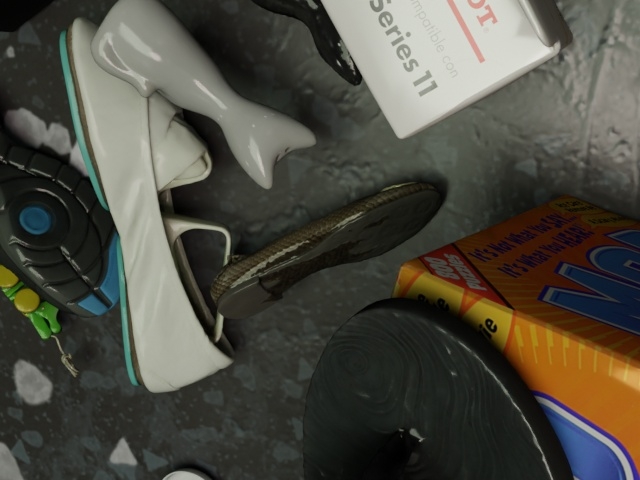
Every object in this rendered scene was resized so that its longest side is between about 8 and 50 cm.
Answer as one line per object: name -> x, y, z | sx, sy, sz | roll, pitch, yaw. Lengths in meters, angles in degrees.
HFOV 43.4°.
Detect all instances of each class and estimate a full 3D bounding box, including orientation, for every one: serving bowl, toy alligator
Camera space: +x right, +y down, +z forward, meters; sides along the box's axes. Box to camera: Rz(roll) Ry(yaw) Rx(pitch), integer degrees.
serving bowl -> -0.153, 0.308, 0.964 | 0.083, 0.027, 0.084 | 5, 106, 18
toy alligator -> -0.330, 0.073, 0.954 | 0.051, 0.056, 0.190 | -40, 89, -17

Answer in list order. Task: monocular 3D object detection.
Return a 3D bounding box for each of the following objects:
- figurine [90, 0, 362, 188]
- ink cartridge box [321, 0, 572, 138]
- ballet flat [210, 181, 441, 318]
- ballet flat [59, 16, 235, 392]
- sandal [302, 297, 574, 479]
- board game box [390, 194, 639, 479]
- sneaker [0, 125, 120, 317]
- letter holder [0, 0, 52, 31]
figurine -> -0.063, -0.177, 0.735 | 0.209, 0.092, 0.215 | 38, 77, 0
ink cartridge box -> 0.078, -0.198, 0.574 | 0.119, 0.353, 0.207 | -28, 94, 23
ballet flat -> 0.000, 0.000, 0.796 | 0.249, 0.084, 0.058 | -28, 54, 11
ballet flat -> -0.163, -0.033, 0.839 | 0.139, 0.139, 0.401 | -2, 108, 19
sandal -> 0.042, 0.257, 0.445 | 0.167, 0.107, 0.446 | 9, 104, 31
board game box -> 0.242, 0.208, 0.588 | 0.356, 0.356, 0.357 | 23, 111, 27
sneaker -> -0.356, -0.041, 0.913 | 0.341, 0.125, 0.139 | 48, 138, 1
letter holder -> -0.294, -0.372, 0.770 | 0.301, 0.152, 0.215 | -27, 92, 23
